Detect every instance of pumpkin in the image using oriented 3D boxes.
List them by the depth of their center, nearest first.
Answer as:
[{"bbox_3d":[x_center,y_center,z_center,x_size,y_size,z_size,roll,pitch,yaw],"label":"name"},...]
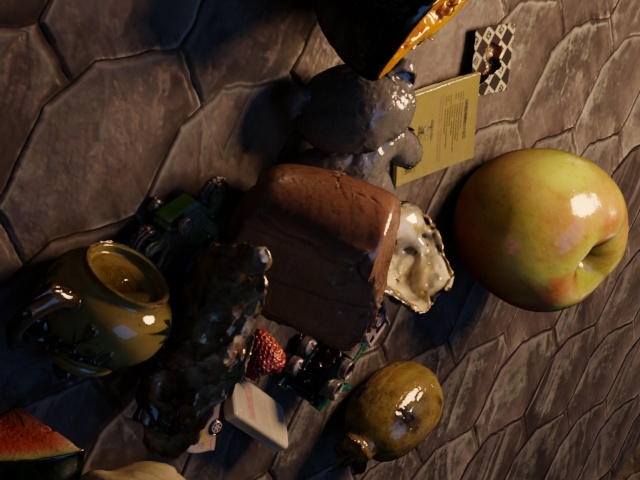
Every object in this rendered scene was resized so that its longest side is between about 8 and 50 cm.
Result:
[{"bbox_3d":[0.103,-0.390,1.634,0.242,0.232,0.325,-43,-178,43],"label":"pumpkin"}]

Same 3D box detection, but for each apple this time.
[{"bbox_3d":[0.405,-0.026,2.237,0.319,0.277,0.319,-30,140,-29],"label":"apple"}]

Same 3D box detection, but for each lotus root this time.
[{"bbox_3d":[0.118,0.326,2.176,0.278,0.154,0.154,-36,136,-34],"label":"lotus root"}]

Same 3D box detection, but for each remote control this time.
[{"bbox_3d":[-0.106,0.278,1.924,0.190,0.029,0.087,45,30,-54],"label":"remote control"}]

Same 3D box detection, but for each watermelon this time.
[{"bbox_3d":[-0.410,0.294,1.515,0.145,0.137,0.193,-19,167,-47],"label":"watermelon"}]

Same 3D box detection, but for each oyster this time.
[{"bbox_3d":[-0.174,0.109,1.627,0.111,0.204,0.396,11,123,-30],"label":"oyster"},{"bbox_3d":[0.125,0.026,2.021,0.223,0.214,0.083,14,142,-32],"label":"oyster"}]

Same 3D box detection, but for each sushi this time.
[{"bbox_3d":[0.297,-0.326,2.125,0.120,0.026,0.126,-16,118,-44],"label":"sushi"}]

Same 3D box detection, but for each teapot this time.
[{"bbox_3d":[-0.296,0.106,1.511,0.182,0.173,0.269,-52,156,24],"label":"teapot"}]

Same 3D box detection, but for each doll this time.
[{"bbox_3d":[0.039,-0.143,1.830,0.245,0.158,0.340,-16,145,-10],"label":"doll"}]

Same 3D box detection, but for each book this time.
[{"bbox_3d":[0.202,-0.193,2.064,0.192,0.013,0.168,-21,127,-33],"label":"book"}]

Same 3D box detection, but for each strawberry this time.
[{"bbox_3d":[-0.093,0.181,1.895,0.073,0.073,0.083,-13,87,-48],"label":"strawberry"}]

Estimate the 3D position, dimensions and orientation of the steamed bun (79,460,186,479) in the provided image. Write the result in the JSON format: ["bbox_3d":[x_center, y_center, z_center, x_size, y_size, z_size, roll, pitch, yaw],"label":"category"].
[{"bbox_3d":[-0.290,0.476,1.695,0.275,0.206,0.320,26,86,-53],"label":"steamed bun"}]

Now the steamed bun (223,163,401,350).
[{"bbox_3d":[0.000,0.000,1.734,0.301,0.251,0.199,102,14,-55],"label":"steamed bun"}]

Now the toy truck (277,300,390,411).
[{"bbox_3d":[0.028,0.188,2.021,0.216,0.110,0.116,-56,157,-14],"label":"toy truck"}]

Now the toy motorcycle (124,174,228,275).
[{"bbox_3d":[-0.195,-0.013,1.646,0.190,0.074,0.106,-39,146,-32],"label":"toy motorcycle"}]

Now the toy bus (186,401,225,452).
[{"bbox_3d":[-0.184,0.243,1.818,0.072,0.057,0.172,-8,117,-40],"label":"toy bus"}]
